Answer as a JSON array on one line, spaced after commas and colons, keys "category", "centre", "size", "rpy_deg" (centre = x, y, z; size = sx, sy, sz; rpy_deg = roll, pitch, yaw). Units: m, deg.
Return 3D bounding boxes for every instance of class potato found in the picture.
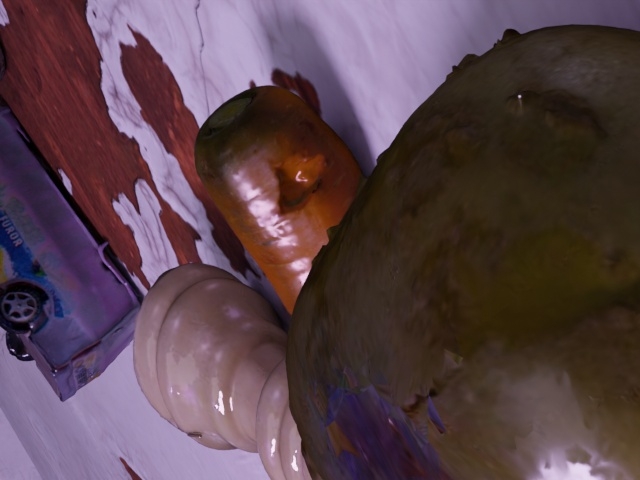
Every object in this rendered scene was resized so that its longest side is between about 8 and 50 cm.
[{"category": "potato", "centre": [0.083, 0.039, 0.476], "size": [0.210, 0.173, 0.307], "rpy_deg": [60, 154, 4]}]

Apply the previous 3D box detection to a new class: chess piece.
[{"category": "chess piece", "centre": [-0.001, 0.127, 0.827], "size": [0.307, 0.124, 0.139], "rpy_deg": [25, 106, 46]}]

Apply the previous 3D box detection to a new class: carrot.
[{"category": "carrot", "centre": [0.000, 0.000, 0.708], "size": [0.087, 0.087, 0.193], "rpy_deg": [11, 138, 59]}]

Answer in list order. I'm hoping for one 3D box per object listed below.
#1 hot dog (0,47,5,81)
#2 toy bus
[{"category": "hot dog", "centre": [-0.357, -0.227, 1.162], "size": [0.108, 0.059, 0.191], "rpy_deg": [29, 140, 41]}, {"category": "toy bus", "centre": [-0.307, 0.006, 1.238], "size": [0.317, 0.138, 0.112], "rpy_deg": [51, 160, 15]}]
